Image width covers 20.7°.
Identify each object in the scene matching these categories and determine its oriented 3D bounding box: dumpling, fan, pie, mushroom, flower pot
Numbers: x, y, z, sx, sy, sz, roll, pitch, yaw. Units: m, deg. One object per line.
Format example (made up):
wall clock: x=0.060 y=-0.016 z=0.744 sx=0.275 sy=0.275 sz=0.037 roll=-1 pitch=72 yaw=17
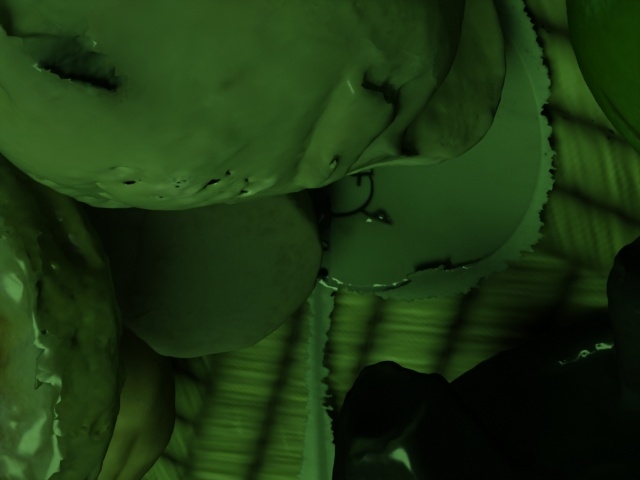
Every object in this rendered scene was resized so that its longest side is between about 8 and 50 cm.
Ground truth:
dumpling: x=-0.053 y=-0.135 z=0.662 sx=0.187 sy=0.318 sz=0.242 roll=-10 pitch=79 yaw=34
fan: x=0.000 y=0.000 z=0.899 sx=0.233 sy=0.012 sz=0.414 roll=19 pitch=133 yaw=18
pie: x=-0.220 y=0.023 z=0.802 sx=0.338 sy=0.075 sz=0.337 roll=14 pitch=112 yaw=36
mushroom: x=-0.108 y=-0.084 z=0.801 sx=0.128 sy=0.128 sz=0.350 roll=-10 pitch=116 yaw=36
flower pot: x=0.137 y=0.178 z=0.776 sx=0.299 sy=0.299 sz=0.282 roll=-2 pitch=131 yaw=31

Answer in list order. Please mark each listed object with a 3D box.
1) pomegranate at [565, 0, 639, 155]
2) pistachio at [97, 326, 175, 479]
pomegranate: x=0.188 y=-0.095 z=0.587 sx=0.236 sy=0.236 sz=0.302 roll=30 pitch=170 yaw=2
pistachio: x=-0.216 y=0.072 z=0.987 sx=0.299 sy=0.187 sz=0.187 roll=8 pitch=132 yaw=30
